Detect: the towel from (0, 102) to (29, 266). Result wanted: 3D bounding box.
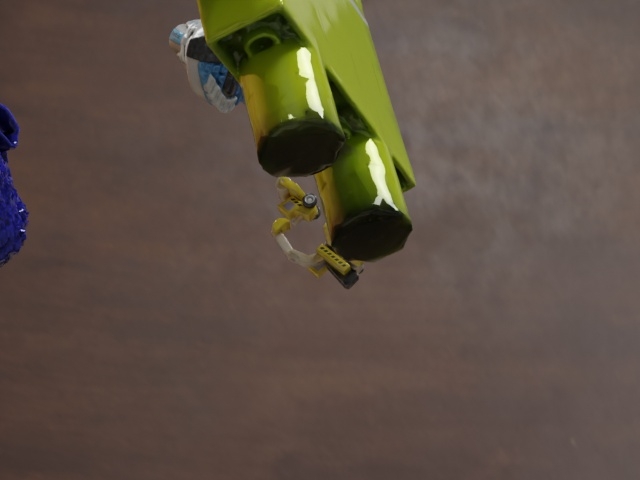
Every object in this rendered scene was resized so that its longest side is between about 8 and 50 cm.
[{"bbox_3d":[-0.235,-0.108,0.567,0.228,0.308,0.076,3,48,26],"label":"towel"}]

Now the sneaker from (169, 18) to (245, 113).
[{"bbox_3d":[-0.087,-0.145,1.456,0.083,0.191,0.071,24,94,10],"label":"sneaker"}]

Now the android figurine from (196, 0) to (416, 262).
[{"bbox_3d":[-0.022,-0.123,0.967,0.056,0.248,0.272,-26,53,12],"label":"android figurine"}]

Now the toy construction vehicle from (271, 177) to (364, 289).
[{"bbox_3d":[0.000,0.000,1.401,0.098,0.086,0.035,36,72,19],"label":"toy construction vehicle"}]
